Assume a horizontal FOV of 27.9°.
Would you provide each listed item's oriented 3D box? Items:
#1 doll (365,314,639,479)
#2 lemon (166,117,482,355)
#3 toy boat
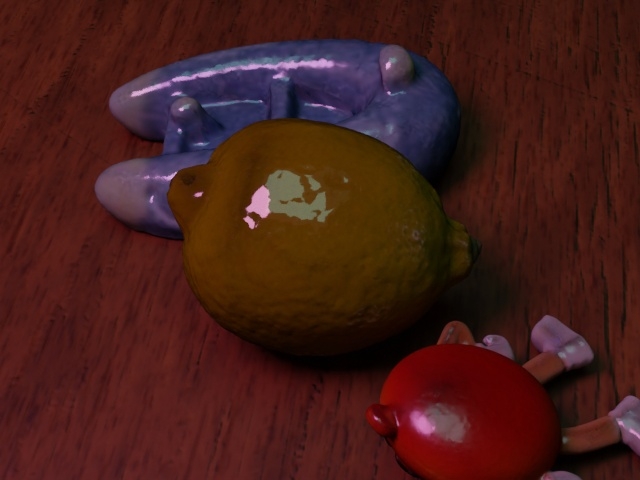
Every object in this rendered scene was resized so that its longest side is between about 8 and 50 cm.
[{"bbox_3d":[0.131,0.132,0.932,0.217,0.085,0.183,-10,44,-31],"label":"doll"},{"bbox_3d":[0.000,0.000,1.004,0.248,0.184,0.184,13,45,-6],"label":"lemon"},{"bbox_3d":[-0.039,-0.110,1.156,0.330,0.123,0.215,-2,43,4],"label":"toy boat"}]
